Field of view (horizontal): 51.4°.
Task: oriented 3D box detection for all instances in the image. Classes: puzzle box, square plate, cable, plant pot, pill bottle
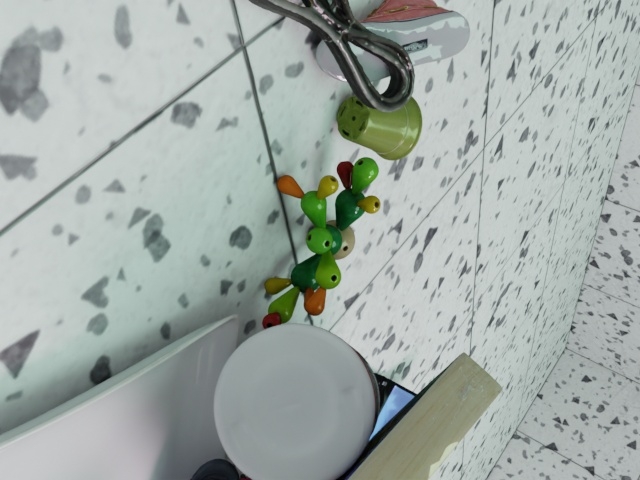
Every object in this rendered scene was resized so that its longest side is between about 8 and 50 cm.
[{"bbox_3d":[0.031,0.289,0.727,0.272,0.052,0.409,-41,165,-24],"label":"puzzle box"},{"bbox_3d":[-0.225,0.268,0.658,0.347,0.049,0.344,-26,134,-48],"label":"square plate"},{"bbox_3d":[0.016,-0.207,0.596,0.139,0.072,0.287,-51,132,-19],"label":"cable"},{"bbox_3d":[0.063,-0.139,0.781,0.079,0.083,0.083,1,112,-45],"label":"plant pot"},{"bbox_3d":[-0.012,0.187,0.773,0.161,0.161,0.283,-60,169,-7],"label":"pill bottle"}]

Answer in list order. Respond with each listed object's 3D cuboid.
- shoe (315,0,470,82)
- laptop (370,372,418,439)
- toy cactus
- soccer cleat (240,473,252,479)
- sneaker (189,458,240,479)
[{"bbox_3d":[0.068,-0.225,0.730,0.178,0.081,0.063,-16,131,-15],"label":"shoe"},{"bbox_3d":[0.101,0.370,1.179,0.234,0.136,0.264,-62,151,-5],"label":"laptop"},{"bbox_3d":[0.000,0.000,0.784,0.180,0.112,0.219,-7,118,-78],"label":"toy cactus"},{"bbox_3d":[-0.039,0.437,0.983,0.331,0.116,0.143,65,19,-56],"label":"soccer cleat"},{"bbox_3d":[-0.128,0.333,0.769,0.082,0.069,0.209,-86,-177,-74],"label":"sneaker"}]
